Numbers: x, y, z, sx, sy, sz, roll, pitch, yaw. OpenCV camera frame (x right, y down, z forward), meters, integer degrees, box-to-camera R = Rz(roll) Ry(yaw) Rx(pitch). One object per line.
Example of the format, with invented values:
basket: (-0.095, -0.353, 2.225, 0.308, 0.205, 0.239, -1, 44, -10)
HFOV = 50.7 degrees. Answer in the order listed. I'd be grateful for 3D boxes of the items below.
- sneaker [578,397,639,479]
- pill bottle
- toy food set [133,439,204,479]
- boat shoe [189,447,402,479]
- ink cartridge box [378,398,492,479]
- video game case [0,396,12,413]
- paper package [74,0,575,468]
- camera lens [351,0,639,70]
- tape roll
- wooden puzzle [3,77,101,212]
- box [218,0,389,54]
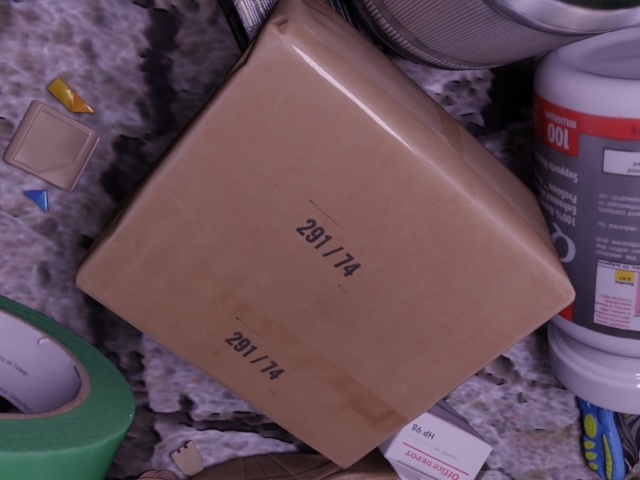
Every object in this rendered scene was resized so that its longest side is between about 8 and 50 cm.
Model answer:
sneaker: (0.373, 0.207, 0.852, 0.078, 0.067, 0.188, -11, 101, -33)
pill bottle: (0.324, -0.014, 0.685, 0.210, 0.210, 0.362, -16, 120, -10)
toy food set: (-0.202, 0.313, 0.744, 0.192, 0.038, 0.132, -32, 111, -18)
boat shoe: (-0.006, 0.290, 0.749, 0.286, 0.103, 0.092, -1, 98, -21)
ink cartridge box: (0.107, 0.201, 0.719, 0.104, 0.180, 0.060, 29, 92, -17)
video game case: (-0.425, 0.192, 0.554, 0.275, 0.248, 0.035, -8, 100, -12)
paper package: (0.000, 0.000, 0.613, 0.325, 0.168, 0.309, 37, 117, -17)
camera lens: (0.142, -0.249, 0.511, 0.220, 0.274, 0.219, -1, 96, -12)
tape roll: (-0.310, 0.109, 0.528, 0.321, 0.321, 0.077, 26, 92, -16)
wooden puzzle: (-0.262, -0.093, 0.666, 0.079, 0.014, 0.116, 35, 90, -12)
box: (-0.021, -0.245, 0.661, 0.147, 0.077, 0.180, -26, 105, -8)
